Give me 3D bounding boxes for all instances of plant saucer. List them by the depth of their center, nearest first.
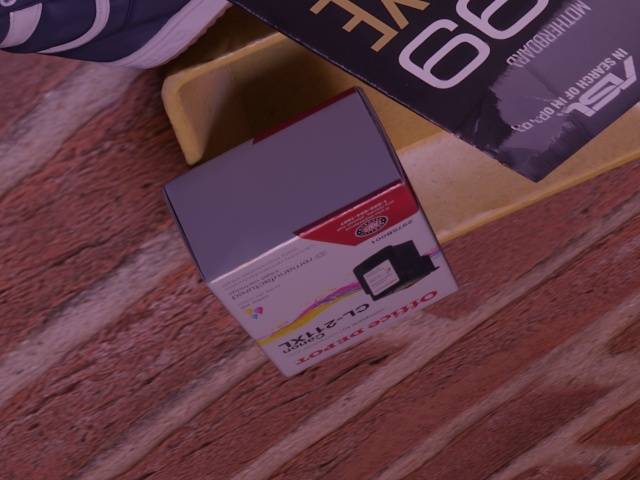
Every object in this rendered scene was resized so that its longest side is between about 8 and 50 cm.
[{"bbox_3d":[0.072,-0.107,1.135,0.333,0.081,0.332,-24,154,-4],"label":"plant saucer"}]

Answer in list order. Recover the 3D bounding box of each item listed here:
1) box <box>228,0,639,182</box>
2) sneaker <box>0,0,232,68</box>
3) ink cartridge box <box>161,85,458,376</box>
[{"bbox_3d":[0.095,-0.178,0.642,0.242,0.076,0.307,29,126,-33],"label":"box"},{"bbox_3d":[-0.080,-0.174,0.848,0.153,0.099,0.282,-2,149,-43],"label":"sneaker"},{"bbox_3d":[0.000,0.000,1.096,0.127,0.072,0.175,-28,154,3],"label":"ink cartridge box"}]
